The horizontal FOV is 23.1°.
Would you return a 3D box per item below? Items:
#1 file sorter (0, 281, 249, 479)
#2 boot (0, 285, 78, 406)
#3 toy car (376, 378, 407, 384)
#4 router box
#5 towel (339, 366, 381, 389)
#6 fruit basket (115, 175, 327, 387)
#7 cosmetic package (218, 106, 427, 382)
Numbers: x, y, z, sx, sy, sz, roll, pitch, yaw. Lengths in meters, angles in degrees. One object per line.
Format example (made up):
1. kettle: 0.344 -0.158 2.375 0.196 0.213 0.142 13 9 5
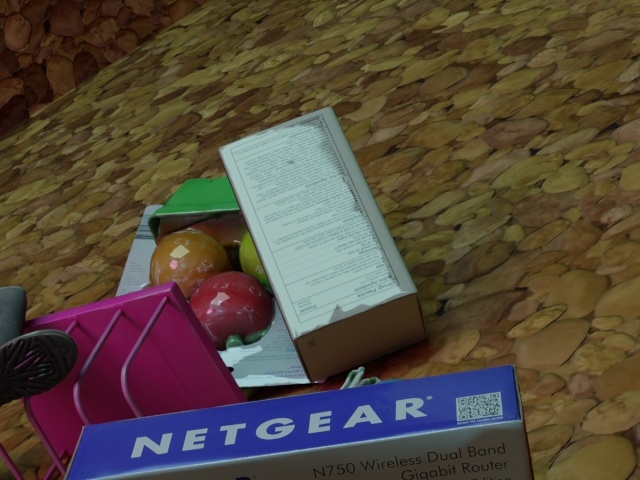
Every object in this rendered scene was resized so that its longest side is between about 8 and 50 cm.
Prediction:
1. file sorter: -0.273 0.209 1.856 0.291 0.202 0.182 -15 28 27
2. boot: -0.357 0.115 1.813 0.190 0.076 0.208 -24 20 10
3. toy car: 0.100 0.282 1.348 0.238 0.219 0.210 25 26 17
4. router box: 0.006 0.263 1.184 0.336 0.301 0.082 -9 24 7
5. towel: -0.051 0.291 1.450 0.325 0.038 0.248 -53 -10 -46
6. fruit basket: -0.115 0.069 2.057 0.327 0.165 0.353 -4 47 16
7. cosmetic package: 0.000 0.000 1.910 0.160 0.113 0.309 -20 55 -2
